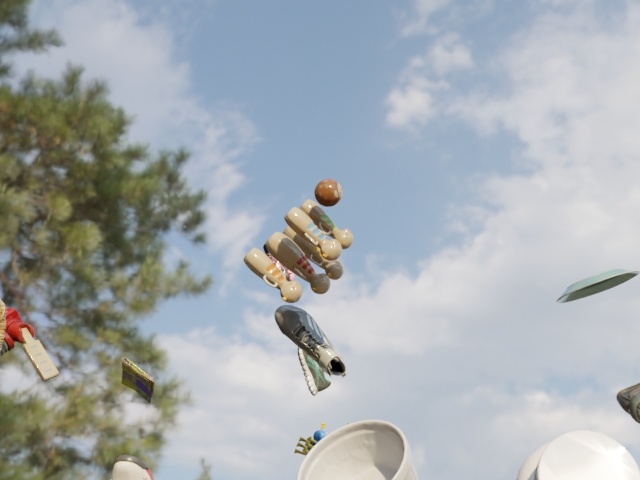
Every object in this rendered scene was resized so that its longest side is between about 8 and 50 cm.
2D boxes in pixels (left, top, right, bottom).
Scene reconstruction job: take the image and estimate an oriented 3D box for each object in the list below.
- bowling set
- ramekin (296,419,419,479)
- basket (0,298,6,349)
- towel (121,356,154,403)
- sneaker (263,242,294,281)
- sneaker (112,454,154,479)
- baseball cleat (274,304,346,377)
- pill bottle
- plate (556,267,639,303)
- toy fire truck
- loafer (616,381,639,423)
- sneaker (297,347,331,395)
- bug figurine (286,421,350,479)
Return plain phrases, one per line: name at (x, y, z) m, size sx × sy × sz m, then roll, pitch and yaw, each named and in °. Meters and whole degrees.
bowling set at (0.000, 0.000, 1.525) m, size 0.154 × 0.287 × 0.200 m, roll 43°, pitch -65°, yaw 3°
ramekin at (0.073, 0.422, 1.383) m, size 0.207 × 0.207 × 0.109 m, roll -15°, pitch -64°, yaw 23°
basket at (-0.806, 0.234, 1.718) m, size 0.214 × 0.299 × 0.223 m, roll 28°, pitch -15°, yaw -17°
towel at (-0.271, 0.207, 1.182) m, size 0.060 × 0.009 × 0.083 m, roll 34°, pitch -36°, yaw 10°
sneaker at (-0.111, 0.056, 1.916) m, size 0.057 × 0.119 × 0.047 m, roll -15°, pitch -25°, yaw -40°
sneaker at (-0.442, 0.630, 1.834) m, size 0.090 × 0.145 × 0.270 m, roll 6°, pitch -57°, yaw 5°
baseball cleat at (-0.012, 0.218, 1.730) m, size 0.206 × 0.109 × 0.072 m, roll 43°, pitch -94°, yaw -22°
pill bottle at (0.476, 0.515, 1.519) m, size 0.229 × 0.228 × 0.407 m, roll -2°, pitch -34°, yaw 6°
plate at (0.602, 0.094, 1.747) m, size 0.188 × 0.024 × 0.188 m, roll -17°, pitch -17°, yaw -5°
toy fire truck at (-0.778, 0.275, 1.943) m, size 0.247 × 0.217 × 0.158 m, roll 6°, pitch -57°, yaw 35°
loafer at (0.727, 0.285, 1.620) m, size 0.268 × 0.084 × 0.096 m, roll -18°, pitch -73°, yaw -9°
sneaker at (-0.018, 0.365, 2.344) m, size 0.076 × 0.166 × 0.065 m, roll -18°, pitch -5°, yaw -8°
bug figurine at (-0.001, 0.517, 1.821) m, size 0.072 × 0.216 × 0.279 m, roll 29°, pitch -19°, yaw -11°
